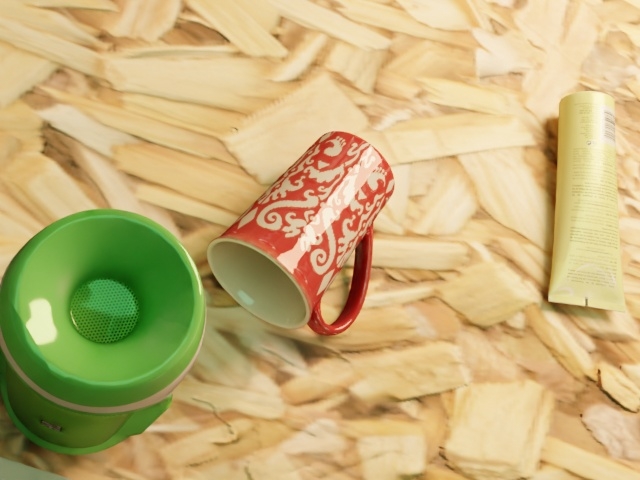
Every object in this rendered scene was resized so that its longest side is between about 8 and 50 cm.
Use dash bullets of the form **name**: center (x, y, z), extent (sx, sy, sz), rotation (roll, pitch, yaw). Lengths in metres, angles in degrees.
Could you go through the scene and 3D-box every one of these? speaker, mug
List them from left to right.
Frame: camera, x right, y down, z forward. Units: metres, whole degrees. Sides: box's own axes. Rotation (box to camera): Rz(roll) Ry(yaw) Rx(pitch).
- **speaker**: center (-0.164, 0.079, 0.629), extent (0.131, 0.296, 0.131), rotation (6, 69, -17)
- **mug**: center (-0.008, -0.004, 0.838), extent (0.113, 0.150, 0.169), rotation (19, 55, 29)

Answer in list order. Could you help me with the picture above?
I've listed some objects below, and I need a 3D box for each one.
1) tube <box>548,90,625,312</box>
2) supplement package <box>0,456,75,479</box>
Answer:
- **tube**: center (0.291, -0.044, 0.969), extent (0.070, 0.062, 0.240), rotation (-4, 72, 26)
- **supplement package**: center (-0.172, 0.238, 0.590), extent (0.134, 0.244, 0.139), rotation (52, 53, -47)
